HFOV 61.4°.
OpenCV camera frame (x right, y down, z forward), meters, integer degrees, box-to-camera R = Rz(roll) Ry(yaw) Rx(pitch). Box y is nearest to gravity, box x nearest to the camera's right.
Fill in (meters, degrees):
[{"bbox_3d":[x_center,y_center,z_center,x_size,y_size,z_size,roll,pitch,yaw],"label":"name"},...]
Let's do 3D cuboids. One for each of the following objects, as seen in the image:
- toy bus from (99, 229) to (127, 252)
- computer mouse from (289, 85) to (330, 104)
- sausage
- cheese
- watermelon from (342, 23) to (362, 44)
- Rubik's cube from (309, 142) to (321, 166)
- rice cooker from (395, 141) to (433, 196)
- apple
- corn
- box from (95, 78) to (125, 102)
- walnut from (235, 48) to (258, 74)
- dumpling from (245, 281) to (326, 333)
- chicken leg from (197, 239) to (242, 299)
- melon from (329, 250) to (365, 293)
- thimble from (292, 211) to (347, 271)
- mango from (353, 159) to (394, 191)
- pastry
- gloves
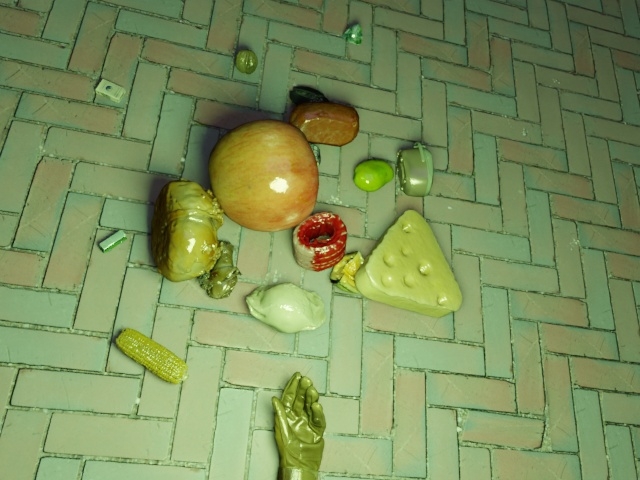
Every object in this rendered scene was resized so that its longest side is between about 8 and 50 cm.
[{"bbox_3d":[-0.643,0.004,1.671,0.083,0.037,0.031,-38,82,-24],"label":"toy bus"},{"bbox_3d":[-0.027,-0.522,2.042,0.192,0.062,0.106,35,64,-1],"label":"computer mouse"},{"bbox_3d":[0.012,-0.425,1.959,0.268,0.153,0.141,1,34,-17],"label":"sausage"},{"bbox_3d":[0.272,0.103,1.809,0.384,0.104,0.384,13,59,-24],"label":"cheese"},{"bbox_3d":[0.134,-0.854,2.236,0.085,0.085,0.061,24,24,-5],"label":"watermelon"},{"bbox_3d":[-0.048,-0.299,1.927,0.111,0.093,0.111,5,69,-13],"label":"Rubik's cube"},{"bbox_3d":[0.351,-0.258,1.994,0.127,0.145,0.206,-7,68,-7],"label":"rice cooker"},{"bbox_3d":[-0.182,-0.203,1.706,0.364,0.364,0.363,5,67,-13],"label":"apple"},{"bbox_3d":[-0.484,0.335,1.558,0.238,0.080,0.080,33,64,-2],"label":"corn"},{"bbox_3d":[-0.727,-0.518,1.869,0.083,0.024,0.054,24,66,-6],"label":"box"},{"bbox_3d":[-0.277,-0.671,2.023,0.092,0.092,0.092,5,67,-13],"label":"walnut"},{"bbox_3d":[-0.106,0.196,1.693,0.258,0.147,0.193,10,35,-5],"label":"dumpling"},{"bbox_3d":[-0.306,0.092,1.708,0.125,0.080,0.196,19,63,7],"label":"chicken leg"},{"bbox_3d":[0.098,0.125,1.808,0.128,0.079,0.160,47,48,-13],"label":"melon"},{"bbox_3d":[-0.002,0.006,1.779,0.189,0.125,0.163,-36,63,-22],"label":"thimble"},{"bbox_3d":[0.191,-0.241,1.979,0.163,0.089,0.117,-32,71,-36],"label":"mango"},{"bbox_3d":[-0.394,-0.030,1.628,0.184,0.284,0.315,5,59,-33],"label":"pastry"},{"bbox_3d":[-0.062,0.548,1.555,0.154,0.141,0.331,-1,77,12],"label":"gloves"}]
